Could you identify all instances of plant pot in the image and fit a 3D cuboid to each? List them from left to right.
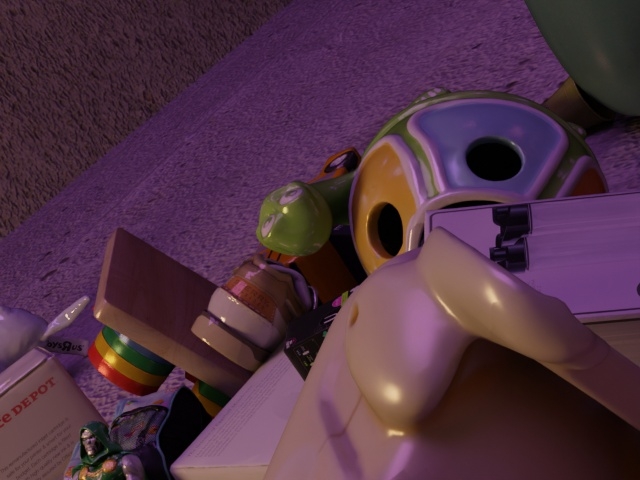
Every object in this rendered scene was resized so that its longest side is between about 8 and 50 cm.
[{"bbox_3d":[0.323,-0.168,1.787,0.079,0.083,0.083,-37,13,32],"label":"plant pot"},{"bbox_3d":[0.400,-0.295,1.679,0.293,0.235,0.293,-22,24,11],"label":"plant pot"}]

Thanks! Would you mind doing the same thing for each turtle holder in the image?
[{"bbox_3d":[0.127,-0.035,1.352,0.243,0.320,0.227,-59,3,17],"label":"turtle holder"}]

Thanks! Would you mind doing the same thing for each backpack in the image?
[{"bbox_3d":[-0.166,0.241,1.397,0.144,0.166,0.188,-17,20,18],"label":"backpack"}]

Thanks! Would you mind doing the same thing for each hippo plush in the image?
[{"bbox_3d":[-0.513,0.224,2.081,0.294,0.234,0.236,8,43,-4],"label":"hippo plush"}]

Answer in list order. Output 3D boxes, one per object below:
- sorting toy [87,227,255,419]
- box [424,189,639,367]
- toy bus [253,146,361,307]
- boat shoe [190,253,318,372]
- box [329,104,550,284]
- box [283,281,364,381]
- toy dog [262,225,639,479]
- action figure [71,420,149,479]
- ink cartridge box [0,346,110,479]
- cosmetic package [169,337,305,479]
[{"bbox_3d":[-0.152,0.121,1.574,0.089,0.255,0.257,-55,14,12],"label":"sorting toy"},{"bbox_3d":[0.231,0.043,1.136,0.290,0.087,0.169,-5,37,10],"label":"box"},{"bbox_3d":[0.000,0.000,1.842,0.130,0.108,0.332,-27,19,23],"label":"toy bus"},{"bbox_3d":[-0.049,0.079,1.477,0.103,0.113,0.302,-57,-6,0],"label":"boat shoe"},{"bbox_3d":[0.163,-0.048,1.700,0.261,0.103,0.184,-41,17,-23],"label":"box"},{"bbox_3d":[0.016,0.086,1.225,0.083,0.052,0.062,-29,17,15],"label":"box"},{"bbox_3d":[0.025,0.205,0.886,0.408,0.284,0.395,-55,35,0],"label":"toy dog"},{"bbox_3d":[-0.181,0.276,1.250,0.137,0.232,0.063,-21,-15,18],"label":"action figure"},{"bbox_3d":[-0.308,0.248,1.547,0.154,0.212,0.093,-40,18,-17],"label":"ink cartridge box"},{"bbox_3d":[0.025,0.181,1.271,0.225,0.138,0.224,-11,28,47],"label":"cosmetic package"}]
